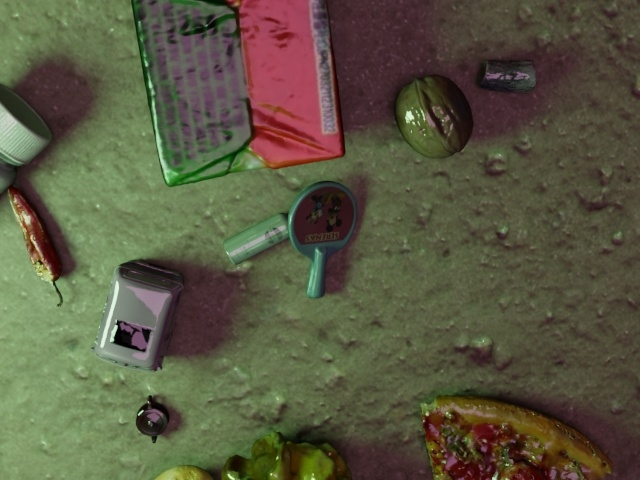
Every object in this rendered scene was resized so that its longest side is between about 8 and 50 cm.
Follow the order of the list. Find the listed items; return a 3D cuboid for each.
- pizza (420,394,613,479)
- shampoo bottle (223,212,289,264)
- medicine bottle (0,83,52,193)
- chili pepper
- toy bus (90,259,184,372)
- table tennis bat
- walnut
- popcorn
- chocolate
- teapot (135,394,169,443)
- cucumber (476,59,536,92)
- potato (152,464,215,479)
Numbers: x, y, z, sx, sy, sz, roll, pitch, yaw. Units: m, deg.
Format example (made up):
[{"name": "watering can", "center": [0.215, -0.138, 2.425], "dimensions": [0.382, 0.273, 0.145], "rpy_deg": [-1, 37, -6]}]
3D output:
[{"name": "pizza", "center": [0.373, 0.540, 1.794], "dimensions": [0.440, 0.130, 0.406], "rpy_deg": [19, 98, -7]}, {"name": "shampoo bottle", "center": [-0.095, -0.019, 1.677], "dimensions": [0.195, 0.056, 0.056], "rpy_deg": [-28, 103, 3]}, {"name": "medicine bottle", "center": [-0.642, -0.147, 1.559], "dimensions": [0.273, 0.165, 0.165], "rpy_deg": [-41, 102, 5]}, {"name": "chili pepper", "center": [-0.551, 0.006, 1.659], "dimensions": [0.050, 0.059, 0.268], "rpy_deg": [-27, 103, -37]}, {"name": "toy bus", "center": [-0.354, 0.153, 1.652], "dimensions": [0.142, 0.142, 0.202], "rpy_deg": [16, 100, -7]}, {"name": "table tennis bat", "center": [0.000, 0.000, 1.683], "dimensions": [0.153, 0.040, 0.244], "rpy_deg": [-4, 110, -28]}, {"name": "walnut", "center": [0.215, -0.234, 1.612], "dimensions": [0.140, 0.140, 0.162], "rpy_deg": [-26, 93, 2]}, {"name": "popcorn", "center": [-0.070, 0.519, 1.715], "dimensions": [0.270, 0.224, 0.258], "rpy_deg": [7, 85, 3]}, {"name": "chocolate", "center": [-0.145, -0.305, 1.558], "dimensions": [0.341, 0.161, 0.360], "rpy_deg": [-8, 103, -2]}, {"name": "teapot", "center": [-0.347, 0.368, 1.749], "dimensions": [0.068, 0.045, 0.100], "rpy_deg": [-5, 103, -4]}, {"name": "cucumber", "center": [0.359, -0.318, 1.642], "dimensions": [0.112, 0.064, 0.064], "rpy_deg": [0, 102, -1]}, {"name": "potato", "center": [-0.296, 0.568, 1.750], "dimensions": [0.150, 0.146, 0.234], "rpy_deg": [43, 116, 33]}]
